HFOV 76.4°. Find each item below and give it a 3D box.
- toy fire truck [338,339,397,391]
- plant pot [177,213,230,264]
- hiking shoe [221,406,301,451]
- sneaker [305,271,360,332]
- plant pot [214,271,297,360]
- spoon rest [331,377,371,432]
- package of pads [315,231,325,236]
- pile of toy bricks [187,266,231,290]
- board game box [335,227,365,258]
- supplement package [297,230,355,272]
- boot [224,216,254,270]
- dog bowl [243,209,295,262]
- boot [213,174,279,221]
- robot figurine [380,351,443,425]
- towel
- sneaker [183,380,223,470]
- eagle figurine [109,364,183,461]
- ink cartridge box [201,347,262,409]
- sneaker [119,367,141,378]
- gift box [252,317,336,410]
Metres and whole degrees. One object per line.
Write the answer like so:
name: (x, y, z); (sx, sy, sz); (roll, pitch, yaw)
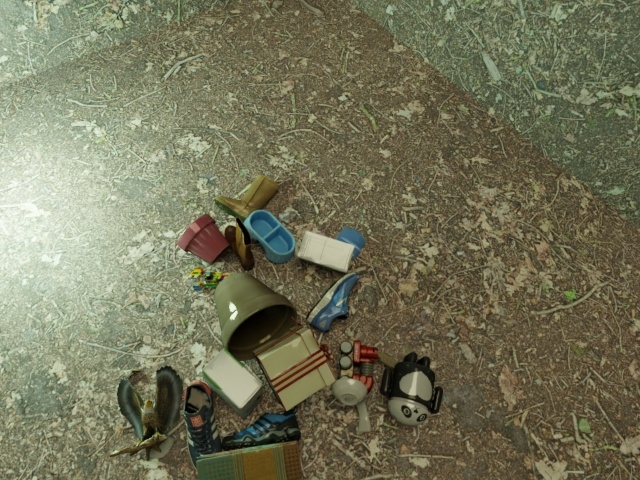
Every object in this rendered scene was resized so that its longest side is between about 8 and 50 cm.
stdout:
toy fire truck: (0.202, 0.542, 1.708); (0.246, 0.158, 0.217); (1, 60, 7)
plant pot: (-0.533, 0.007, 1.901); (0.180, 0.201, 0.201); (42, 65, 0)
hiking shoe: (-0.230, 0.745, 1.580); (0.303, 0.113, 0.132); (-7, 37, -8)
sneaker: (0.081, 0.281, 1.853); (0.147, 0.130, 0.330); (42, 68, 1)
plant pot: (-0.308, 0.293, 1.716); (0.323, 0.323, 0.280); (-30, 52, -20)
spoon rest: (0.134, 0.633, 1.596); (0.137, 0.277, 0.084); (-13, 27, 17)
package of pads: (0.000, 0.000, 2.034); (0.050, 0.032, 0.083); (1, 61, -5)
pile of toy bricks: (-0.486, 0.175, 1.867); (0.212, 0.118, 0.105); (-1, 32, 12)
board game box: (0.141, 0.020, 2.039); (0.133, 0.033, 0.169); (33, 68, 7)
supplement package: (0.027, 0.059, 1.927); (0.243, 0.134, 0.139); (18, 81, 4)
boot: (-0.384, -0.020, 1.866); (0.096, 0.280, 0.264); (-17, 64, -15)
dog bowl: (-0.241, -0.027, 1.969); (0.297, 0.074, 0.166); (45, 60, 5)
boot: (-0.382, -0.238, 2.102); (0.236, 0.089, 0.270); (32, 63, -3)
robot figurine: (0.373, 0.604, 1.656); (0.209, 0.174, 0.278); (-2, 54, 34)
towel: (-0.250, 0.892, 1.476); (0.369, 0.040, 0.272); (-5, 84, -10)
sneaker: (-0.457, 0.705, 1.538); (0.131, 0.148, 0.350); (-15, 64, -13)
eagle figurine: (-0.651, 0.655, 1.554); (0.226, 0.225, 0.298); (29, 17, -34)
ink cartridge box: (-0.330, 0.556, 1.560); (0.201, 0.278, 0.117); (38, 62, 15)
sneaker: (-0.779, 0.546, 1.667); (0.083, 0.032, 0.037); (-8, 76, -4)
gift box: (-0.101, 0.466, 1.602); (0.258, 0.255, 0.277); (-26, 96, -19)
